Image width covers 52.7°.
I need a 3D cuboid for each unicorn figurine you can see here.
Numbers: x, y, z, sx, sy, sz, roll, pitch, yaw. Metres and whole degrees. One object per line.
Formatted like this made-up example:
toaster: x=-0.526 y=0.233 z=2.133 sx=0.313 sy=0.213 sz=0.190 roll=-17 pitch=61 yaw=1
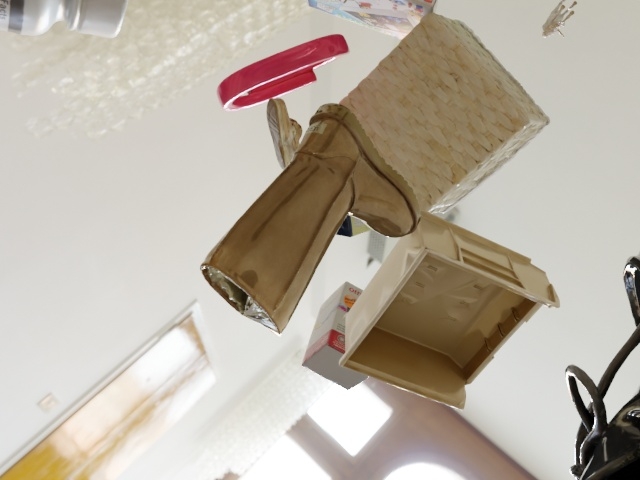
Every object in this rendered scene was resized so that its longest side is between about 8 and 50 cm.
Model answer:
unicorn figurine: x=0.591 y=-0.550 z=1.614 sx=0.060 sy=0.162 sz=0.111 roll=49 pitch=-39 yaw=10

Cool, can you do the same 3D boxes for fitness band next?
fitness band: x=-0.077 y=-0.346 z=1.332 sx=0.209 sy=0.290 sz=0.054 roll=-175 pitch=-119 yaw=-84

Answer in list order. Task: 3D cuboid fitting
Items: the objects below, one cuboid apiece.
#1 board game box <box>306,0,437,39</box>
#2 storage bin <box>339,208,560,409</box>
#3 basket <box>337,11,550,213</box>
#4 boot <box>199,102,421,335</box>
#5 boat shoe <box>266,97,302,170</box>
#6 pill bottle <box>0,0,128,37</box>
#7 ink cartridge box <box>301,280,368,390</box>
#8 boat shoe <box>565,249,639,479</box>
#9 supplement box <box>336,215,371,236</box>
board game box: x=0.108 y=-0.542 z=1.443 sx=0.305 sy=0.053 sz=0.193 roll=22 pitch=-6 yaw=6
storage bin: x=0.205 y=0.123 z=1.058 sx=0.260 sy=0.123 sz=0.262 roll=23 pitch=-58 yaw=-14
basket: x=0.258 y=-0.270 z=1.408 sx=0.328 sy=0.266 sz=0.331 roll=-43 pitch=-101 yaw=24
boot: x=0.000 y=0.000 z=0.797 sx=0.089 sy=0.270 sz=0.236 roll=-6 pitch=-44 yaw=48
boat shoe: x=-0.065 y=-0.215 z=1.283 sx=0.063 sy=0.059 sz=0.170 roll=52 pitch=-20 yaw=39
pill bottle: x=-0.420 y=-0.363 z=0.768 sx=0.204 sy=0.360 sz=0.204 roll=-13 pitch=-105 yaw=61
ink cartridge box: x=0.060 y=0.207 z=1.413 sx=0.128 sy=0.176 sz=0.127 roll=29 pitch=-43 yaw=-11
boat shoe: x=0.205 y=0.142 z=0.346 sx=0.155 sy=0.500 sz=0.187 roll=-12 pitch=-62 yaw=24
supplement box: x=0.070 y=-0.049 z=1.505 sx=0.083 sy=0.083 sz=0.056 roll=12 pitch=-65 yaw=50
